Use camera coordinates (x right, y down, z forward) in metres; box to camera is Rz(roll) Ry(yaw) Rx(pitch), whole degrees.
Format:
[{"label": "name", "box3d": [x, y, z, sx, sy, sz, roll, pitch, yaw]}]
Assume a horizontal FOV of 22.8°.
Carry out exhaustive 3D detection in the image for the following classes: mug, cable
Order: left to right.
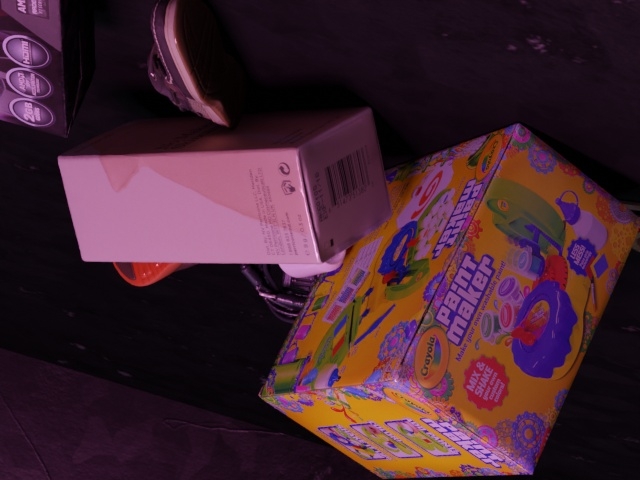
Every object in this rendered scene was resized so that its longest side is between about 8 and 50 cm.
[{"label": "cable", "box3d": [-0.005, 0.041, 1.955, 0.184, 0.047, 0.150, -17, 109, 27]}, {"label": "mug", "box3d": [-0.003, 0.001, 1.656, 0.062, 0.078, 0.064, 19, 170, -31]}]

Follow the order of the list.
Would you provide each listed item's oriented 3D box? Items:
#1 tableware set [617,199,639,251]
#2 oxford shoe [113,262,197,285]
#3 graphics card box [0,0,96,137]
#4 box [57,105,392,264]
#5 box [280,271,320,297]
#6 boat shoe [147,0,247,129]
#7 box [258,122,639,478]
[{"label": "tableware set", "box3d": [0.307, -0.002, 1.676, 0.194, 0.039, 0.128, 7, 161, 28]}, {"label": "oxford shoe", "box3d": [-0.106, -0.051, 1.823, 0.133, 0.130, 0.364, -19, 179, -41]}, {"label": "graphics card box", "box3d": [-0.388, -0.233, 1.414, 0.371, 0.094, 0.233, 15, 148, 1]}, {"label": "box", "box3d": [-0.100, -0.055, 1.620, 0.311, 0.121, 0.148, 0, -159, 33]}, {"label": "box", "box3d": [0.122, 0.098, 2.091, 0.307, 0.076, 0.242, 11, 162, 16]}, {"label": "boat shoe", "box3d": [-0.128, -0.164, 1.496, 0.073, 0.080, 0.223, 6, 165, 14]}, {"label": "box", "box3d": [0.126, 0.070, 1.597, 0.177, 0.290, 0.279, 36, 158, -19]}]
